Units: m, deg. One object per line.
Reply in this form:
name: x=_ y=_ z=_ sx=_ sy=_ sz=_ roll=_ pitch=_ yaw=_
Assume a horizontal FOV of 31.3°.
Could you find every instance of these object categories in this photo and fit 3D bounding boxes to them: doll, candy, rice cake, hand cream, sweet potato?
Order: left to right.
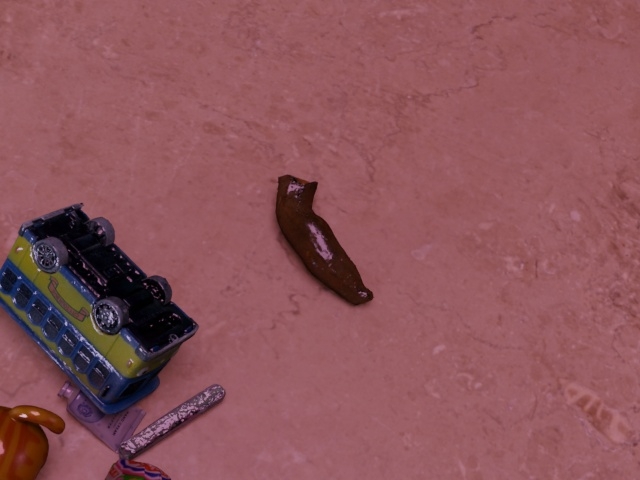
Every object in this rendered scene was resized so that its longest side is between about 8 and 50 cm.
doll: x=-0.514 y=0.381 z=1.743 sx=0.166 sy=0.162 sz=0.269 roll=21 pitch=70 yaw=-17
hand cream: x=-0.368 y=0.280 z=1.887 sx=0.142 sy=0.053 sz=0.084 roll=34 pitch=65 yaw=-5
candy: x=-0.333 y=0.516 z=1.755 sx=0.124 sy=0.124 sz=0.365 roll=23 pitch=69 yaw=0
rice cake: x=-0.247 y=0.303 z=1.905 sx=0.207 sy=0.033 sz=0.033 roll=-31 pitch=73 yaw=-24
sweet potato: x=0.002 y=-0.003 z=2.084 sx=0.112 sy=0.085 sz=0.286 roll=-28 pitch=72 yaw=-28

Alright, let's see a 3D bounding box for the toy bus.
toy bus: x=-0.373 y=0.108 z=1.877 sx=0.312 sy=0.190 sz=0.152 roll=43 pitch=31 yaw=11
